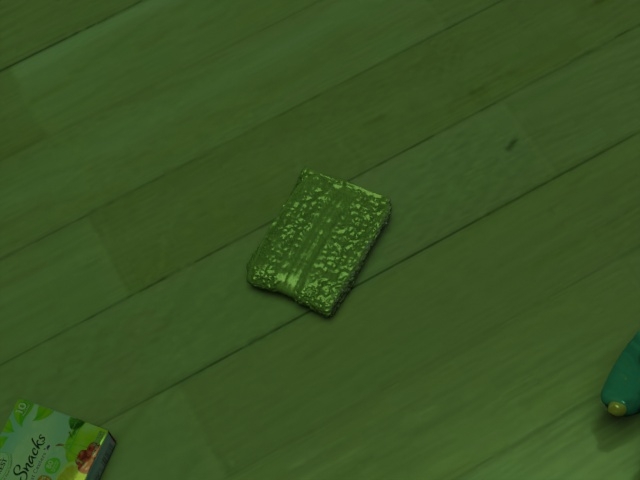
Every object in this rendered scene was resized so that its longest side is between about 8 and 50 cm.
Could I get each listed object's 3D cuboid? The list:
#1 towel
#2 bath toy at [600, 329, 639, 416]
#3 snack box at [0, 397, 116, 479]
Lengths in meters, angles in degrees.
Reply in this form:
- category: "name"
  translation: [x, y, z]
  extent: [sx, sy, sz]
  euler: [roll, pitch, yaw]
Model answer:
- category: "towel"
  translation: [0.000, 0.000, 1.328]
  extent: [0.110, 0.027, 0.148]
  euler: [22, 67, 15]
- category: "bath toy"
  translation: [0.416, 0.202, 1.135]
  extent: [0.348, 0.129, 0.151]
  euler: [47, 121, 26]
- category: "snack box"
  translation: [-0.269, 0.232, 1.233]
  extent: [0.100, 0.037, 0.141]
  euler: [16, 66, 15]
